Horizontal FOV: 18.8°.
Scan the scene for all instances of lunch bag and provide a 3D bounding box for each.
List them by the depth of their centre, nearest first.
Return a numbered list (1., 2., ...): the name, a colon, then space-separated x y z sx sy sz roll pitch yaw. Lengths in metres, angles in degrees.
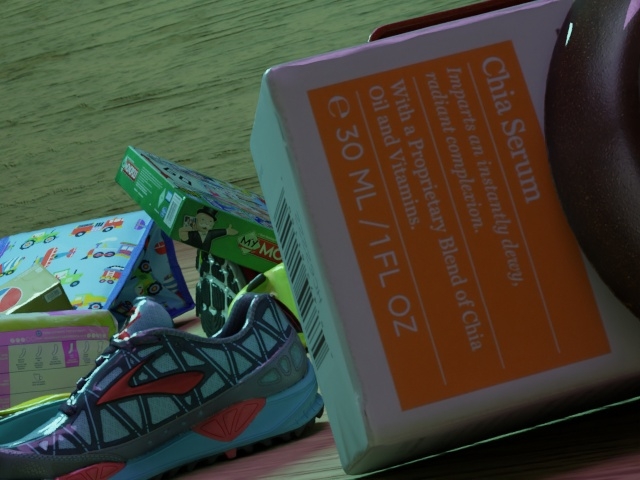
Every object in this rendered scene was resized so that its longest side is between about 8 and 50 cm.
1. lunch bag: -0.303 0.086 2.184 0.221 0.138 0.293 -10 17 20

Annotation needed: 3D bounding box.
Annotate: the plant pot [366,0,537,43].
1. plant pot: 0.172 -0.055 1.683 0.267 0.267 0.236 -16 -7 -16

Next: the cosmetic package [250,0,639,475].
1. cosmetic package: 0.206 -0.032 1.161 0.453 0.230 0.161 -15 -11 -9

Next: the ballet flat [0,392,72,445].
1. ballet flat: -0.255 0.162 1.441 0.231 0.077 0.077 -10 -16 10

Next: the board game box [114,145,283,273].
1. board game box: -0.085 -0.018 2.002 0.213 0.046 0.317 20 6 -19

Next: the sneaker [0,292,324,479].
1. sneaker: -0.131 0.104 1.348 0.262 0.125 0.104 -16 5 -27

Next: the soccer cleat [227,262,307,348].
1. soccer cleat: 0.054 0.051 1.838 0.289 0.093 0.121 -19 -25 -9

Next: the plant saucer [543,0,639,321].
1. plant saucer: 0.281 -0.067 1.062 0.310 0.311 0.050 -15 -15 -9

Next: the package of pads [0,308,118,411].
1. package of pads: -0.345 0.120 1.695 0.296 0.101 0.229 -3 -2 -35

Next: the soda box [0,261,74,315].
1. soda box: -0.352 0.101 2.041 0.181 0.058 0.061 -32 34 -17

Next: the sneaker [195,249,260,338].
1. sneaker: -0.070 0.045 2.065 0.118 0.107 0.279 -1 7 -7
